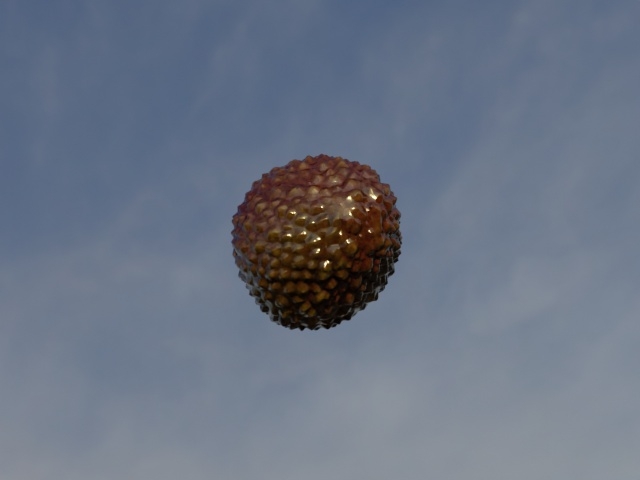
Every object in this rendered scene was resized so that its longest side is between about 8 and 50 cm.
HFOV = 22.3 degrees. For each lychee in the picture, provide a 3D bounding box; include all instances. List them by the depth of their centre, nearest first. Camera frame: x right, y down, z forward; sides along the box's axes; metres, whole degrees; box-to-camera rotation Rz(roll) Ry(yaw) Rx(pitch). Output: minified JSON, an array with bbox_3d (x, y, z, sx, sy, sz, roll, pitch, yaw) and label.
[{"bbox_3d":[0.000,0.000,2.148,0.235,0.236,0.271,0,-12,-27],"label":"lychee"}]
